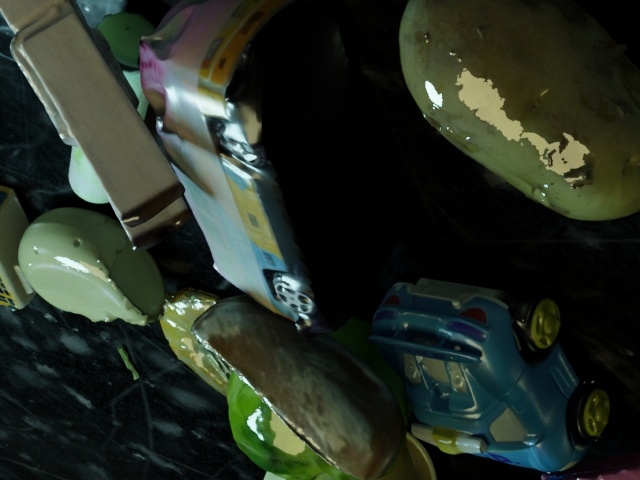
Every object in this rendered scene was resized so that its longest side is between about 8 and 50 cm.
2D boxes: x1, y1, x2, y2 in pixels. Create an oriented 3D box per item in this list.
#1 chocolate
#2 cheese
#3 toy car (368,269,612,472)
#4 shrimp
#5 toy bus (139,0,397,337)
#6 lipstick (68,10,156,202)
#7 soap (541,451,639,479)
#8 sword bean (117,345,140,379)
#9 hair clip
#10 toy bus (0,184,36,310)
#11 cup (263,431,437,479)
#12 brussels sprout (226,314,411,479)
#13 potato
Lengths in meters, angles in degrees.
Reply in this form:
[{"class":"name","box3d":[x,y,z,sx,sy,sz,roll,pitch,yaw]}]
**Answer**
[{"class":"chocolate","box3d":[-0.009,0.137,1.715,0.254,0.080,0.157,41,-167,9]},{"class":"cheese","box3d":[-0.302,0.031,2.079,0.202,0.091,0.175,3,141,43]},{"class":"toy car","box3d":[0.178,0.163,1.767,0.198,0.166,0.314,10,146,39]},{"class":"shrimp","box3d":[-0.103,0.148,2.122,0.253,0.058,0.173,41,141,-15]},{"class":"toy bus","box3d":[-0.056,-0.086,1.586,0.162,0.171,0.386,20,149,28]},{"class":"lipstick","box3d":[-0.224,-0.137,1.758,0.076,0.076,0.304,29,151,3]},{"class":"soap","box3d":[0.359,0.321,1.812,0.250,0.162,0.099,20,-170,5]},{"class":"sword bean","box3d":[-0.278,0.176,2.365,0.012,0.012,0.083,15,149,26]},{"class":"hair clip","box3d":[-0.231,-0.150,1.563,0.330,0.085,0.101,58,-176,12]},{"class":"toy bus","box3d":[-0.427,0.006,2.158,0.103,0.091,0.182,17,147,24]},{"class":"cup","box3d":[0.065,0.326,2.173,0.202,0.255,0.173,-25,77,55]},{"class":"brussels sprout","box3d":[-0.001,0.195,1.934,0.219,0.210,0.271,6,147,5]},{"class":"potato","box3d":[0.179,-0.120,1.336,0.262,0.165,0.165,38,151,0]}]
